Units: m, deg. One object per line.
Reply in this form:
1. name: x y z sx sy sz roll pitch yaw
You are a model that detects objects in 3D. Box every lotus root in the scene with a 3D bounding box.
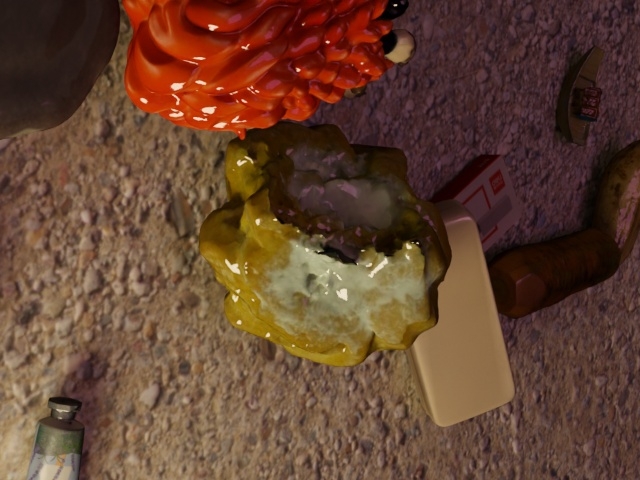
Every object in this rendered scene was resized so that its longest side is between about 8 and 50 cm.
1. lotus root: 0.531 -0.066 2.225 0.110 0.097 0.258 35 76 -60

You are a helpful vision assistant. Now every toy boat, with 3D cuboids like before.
1. toy boat: 0.449 -0.246 2.147 0.065 0.066 0.172 17 82 -41

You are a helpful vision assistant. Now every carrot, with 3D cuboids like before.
1. carrot: 0.377 0.050 2.086 0.302 0.114 0.114 -15 105 -46

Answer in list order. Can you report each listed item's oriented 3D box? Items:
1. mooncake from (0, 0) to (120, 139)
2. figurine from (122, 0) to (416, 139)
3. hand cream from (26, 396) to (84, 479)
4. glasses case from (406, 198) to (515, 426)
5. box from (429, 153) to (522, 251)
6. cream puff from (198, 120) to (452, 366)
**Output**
1. mooncake: -0.362 -0.254 1.305 0.306 0.154 0.306 -5 97 -43
2. figurine: -0.053 -0.234 1.473 0.412 0.306 0.241 -4 88 -77
3. hand cream: -0.321 0.312 1.490 0.088 0.055 0.256 7 97 -40
4. glasses case: 0.189 0.111 1.883 0.144 0.076 0.336 -19 116 -7
5. box: 0.220 -0.027 1.963 0.229 0.050 0.123 -40 120 -33
6. cream puff: 0.005 0.007 1.639 0.323 0.270 0.274 18 119 -8
